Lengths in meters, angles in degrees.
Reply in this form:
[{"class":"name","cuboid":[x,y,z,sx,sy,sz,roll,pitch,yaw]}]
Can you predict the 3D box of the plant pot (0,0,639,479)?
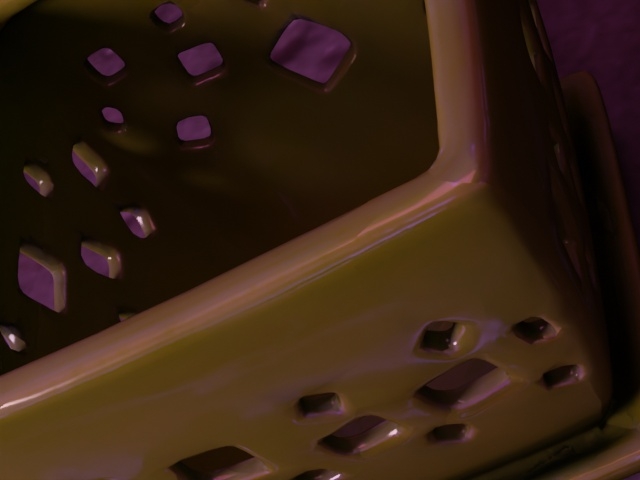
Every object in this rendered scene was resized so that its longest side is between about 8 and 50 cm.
[{"class":"plant pot","cuboid":[0.000,0.000,0.639,0.228,0.207,0.227,-24,45,21]}]
